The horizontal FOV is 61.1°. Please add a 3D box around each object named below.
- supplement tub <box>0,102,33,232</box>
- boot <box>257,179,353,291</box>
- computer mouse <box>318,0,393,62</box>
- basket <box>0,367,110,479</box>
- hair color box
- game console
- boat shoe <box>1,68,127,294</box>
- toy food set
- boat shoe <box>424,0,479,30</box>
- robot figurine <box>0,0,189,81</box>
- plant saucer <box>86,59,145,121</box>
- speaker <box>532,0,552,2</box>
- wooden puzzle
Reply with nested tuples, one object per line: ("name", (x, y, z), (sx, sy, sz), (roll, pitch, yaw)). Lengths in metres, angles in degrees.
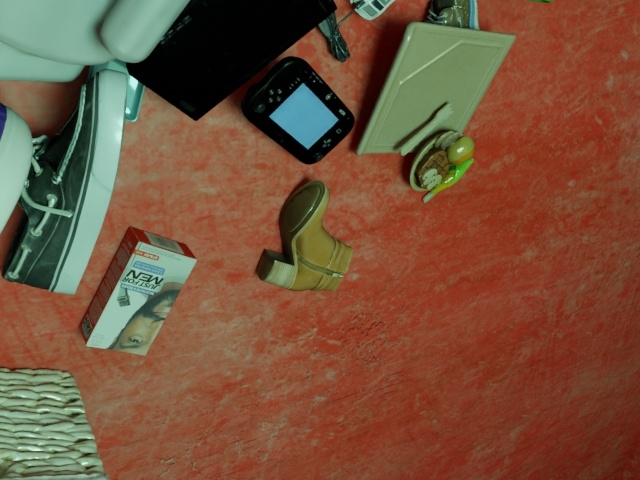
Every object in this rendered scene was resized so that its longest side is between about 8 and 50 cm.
("supplement tub", (-0.444, -0.087, 0.426), (0.241, 0.241, 0.331), (-52, 132, 3))
("boot", (0.000, 0.000, 0.889), (0.152, 0.073, 0.197), (14, 119, -37))
("computer mouse", (0.072, -0.350, 0.757), (0.193, 0.042, 0.106), (-40, 126, -1))
("basket", (-0.471, 0.340, 0.636), (0.328, 0.266, 0.331), (16, 107, -39))
("hair color box", (-0.258, 0.075, 0.768), (0.093, 0.053, 0.167), (21, 104, -40))
("game console", (-0.048, -0.200, 0.674), (0.213, 0.044, 0.361), (-34, 154, 15))
("boat shoe", (-0.296, -0.061, 0.608), (0.104, 0.113, 0.306), (13, 133, -28))
("toy food set", (0.210, -0.134, 0.933), (0.132, 0.038, 0.192), (-43, 147, 2))
("boat shoe", (0.199, -0.339, 0.829), (0.066, 0.066, 0.183), (-42, 131, -5))
("robot figurine", (-0.207, -0.295, 0.448), (0.353, 0.300, 0.199), (-42, 175, 31))
("plant saucer", (-0.227, -0.239, 0.634), (0.067, 0.018, 0.192), (8, 110, -37))
("speaker", (0.331, -0.511, 0.781), (0.131, 0.131, 0.297), (-5, 118, -32))
("wooden puzzle", (0.176, -0.235, 0.859), (0.238, 0.044, 0.221), (-11, 141, -33))
